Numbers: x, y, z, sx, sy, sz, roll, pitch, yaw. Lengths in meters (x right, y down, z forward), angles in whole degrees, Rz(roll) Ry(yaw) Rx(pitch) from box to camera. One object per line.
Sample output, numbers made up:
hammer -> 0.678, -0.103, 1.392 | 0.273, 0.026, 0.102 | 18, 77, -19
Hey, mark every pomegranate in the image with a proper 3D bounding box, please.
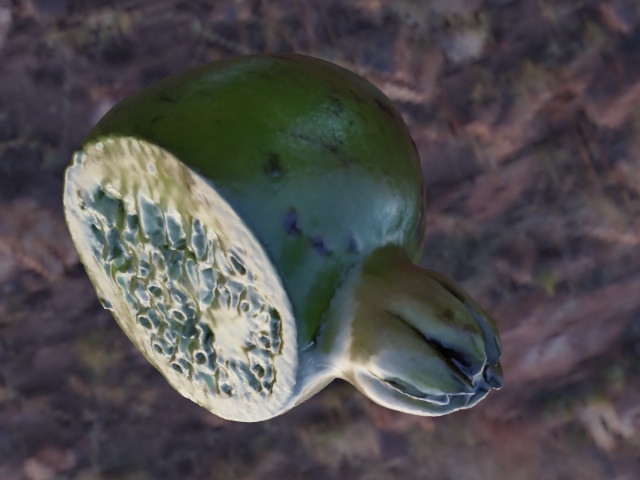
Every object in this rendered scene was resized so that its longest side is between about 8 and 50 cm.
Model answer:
pomegranate -> -0.007, -0.013, 0.974 | 0.159, 0.190, 0.241 | -36, -152, -32
